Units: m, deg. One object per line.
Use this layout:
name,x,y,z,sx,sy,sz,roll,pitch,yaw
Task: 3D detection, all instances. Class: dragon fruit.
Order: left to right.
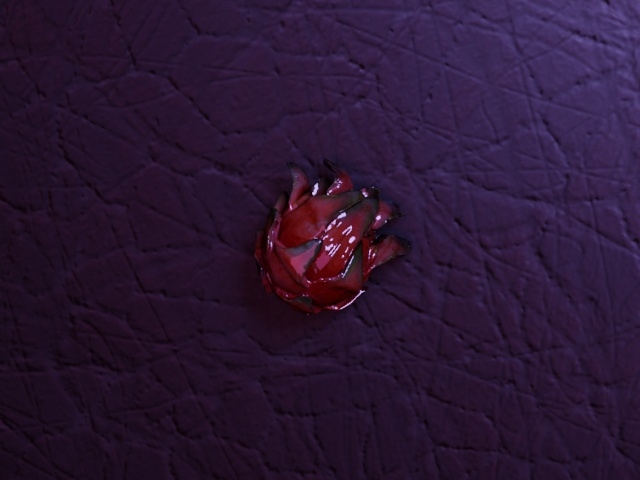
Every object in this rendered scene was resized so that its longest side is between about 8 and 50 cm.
dragon fruit,0.004,0.004,1.906,0.121,0.130,0.142,37,105,36
